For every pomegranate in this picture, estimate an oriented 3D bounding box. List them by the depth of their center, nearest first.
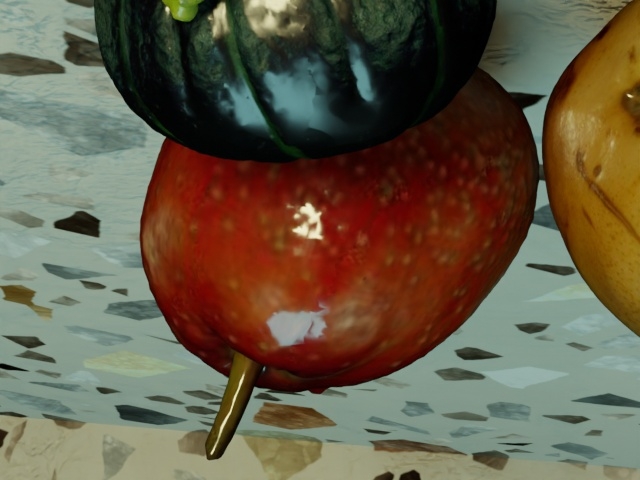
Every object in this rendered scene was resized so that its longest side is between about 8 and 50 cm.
[{"bbox_3d":[0.310,-0.045,1.019,0.319,0.319,0.319,7,161,2],"label":"pomegranate"}]

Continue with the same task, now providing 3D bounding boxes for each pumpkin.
[{"bbox_3d":[-0.019,-0.176,0.904,0.248,0.248,0.248,7,161,2],"label":"pumpkin"}]

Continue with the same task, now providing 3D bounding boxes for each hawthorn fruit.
[{"bbox_3d":[0.000,0.000,1.127,0.284,0.369,0.285,22,159,9],"label":"hawthorn fruit"}]

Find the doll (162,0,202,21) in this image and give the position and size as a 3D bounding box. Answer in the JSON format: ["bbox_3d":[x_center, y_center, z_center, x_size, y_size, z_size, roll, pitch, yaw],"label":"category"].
[{"bbox_3d":[-0.210,-0.256,0.725,0.341,0.099,0.346,18,143,13],"label":"doll"}]
